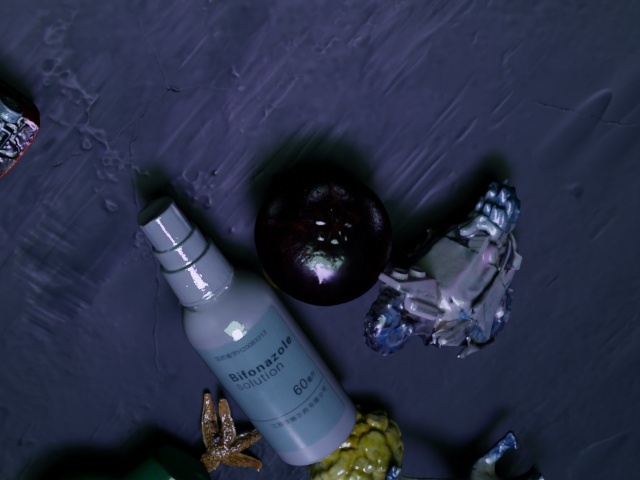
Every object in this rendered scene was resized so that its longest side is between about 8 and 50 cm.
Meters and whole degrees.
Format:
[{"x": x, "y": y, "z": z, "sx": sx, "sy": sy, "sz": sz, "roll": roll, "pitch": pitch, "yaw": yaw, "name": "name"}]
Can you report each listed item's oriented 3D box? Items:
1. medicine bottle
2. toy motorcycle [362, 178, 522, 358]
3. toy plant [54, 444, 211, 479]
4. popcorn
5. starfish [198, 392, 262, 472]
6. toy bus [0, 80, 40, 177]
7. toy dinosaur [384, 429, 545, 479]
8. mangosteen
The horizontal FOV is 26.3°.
[{"x": -0.088, "y": 0.096, "z": 1.509, "sx": 0.110, "sy": 0.110, "sz": 0.352, "roll": -30, "pitch": 119, "yaw": 8, "name": "medicine bottle"}, {"x": 0.150, "y": 0.024, "z": 1.494, "sx": 0.108, "sy": 0.239, "sz": 0.204, "roll": 25, "pitch": 110, "yaw": 23, "name": "toy motorcycle"}, {"x": -0.226, "y": 0.352, "z": 1.624, "sx": 0.243, "sy": 0.112, "sz": 0.233, "roll": -27, "pitch": 119, "yaw": 6, "name": "toy plant"}, {"x": 0.040, "y": 0.255, "z": 1.628, "sx": 0.116, "sy": 0.121, "sz": 0.106, "roll": 21, "pitch": 155, "yaw": 7, "name": "popcorn"}, {"x": -0.118, "y": 0.252, "z": 1.629, "sx": 0.130, "sy": 0.041, "sz": 0.133, "roll": -43, "pitch": 116, "yaw": 16, "name": "starfish"}, {"x": -0.372, "y": -0.148, "z": 1.342, "sx": 0.195, "sy": 0.089, "sz": 0.081, "roll": 34, "pitch": 108, "yaw": -24, "name": "toy bus"}, {"x": 0.216, "y": 0.325, "z": 1.685, "sx": 0.147, "sy": 0.076, "sz": 0.363, "roll": -37, "pitch": 134, "yaw": 7, "name": "toy dinosaur"}, {"x": 0.000, "y": 0.000, "z": 1.463, "sx": 0.152, "sy": 0.152, "sz": 0.153, "roll": -4, "pitch": 119, "yaw": -7, "name": "mangosteen"}]
